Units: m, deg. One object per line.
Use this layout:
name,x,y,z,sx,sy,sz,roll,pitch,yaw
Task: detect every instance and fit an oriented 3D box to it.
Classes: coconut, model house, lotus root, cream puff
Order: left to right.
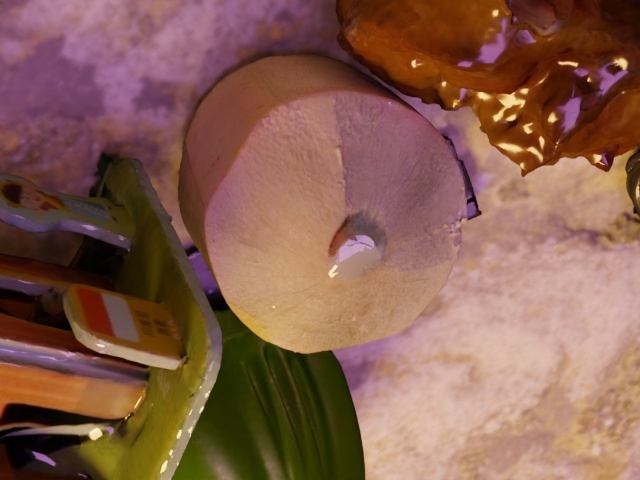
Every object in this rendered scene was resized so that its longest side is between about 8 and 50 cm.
model house,-0.240,0.127,0.813,0.324,0.340,0.300,12,116,-27
lotus root,-0.039,0.156,0.992,0.186,0.186,0.186,-9,121,-15
coconut,0.001,-0.021,0.922,0.147,0.152,0.147,-7,114,-15
cream puff,0.136,-0.144,0.915,0.269,0.155,0.241,-23,129,-15

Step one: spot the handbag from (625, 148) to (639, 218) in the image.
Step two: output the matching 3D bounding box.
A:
handbag,0.228,-0.024,1.075,0.072,0.047,0.111,-41,126,5

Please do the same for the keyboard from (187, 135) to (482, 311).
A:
keyboard,0.000,0.000,1.024,0.195,0.018,0.060,-25,117,-6
